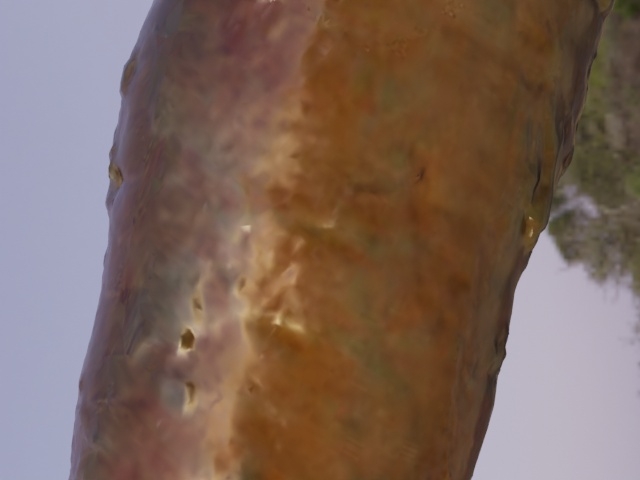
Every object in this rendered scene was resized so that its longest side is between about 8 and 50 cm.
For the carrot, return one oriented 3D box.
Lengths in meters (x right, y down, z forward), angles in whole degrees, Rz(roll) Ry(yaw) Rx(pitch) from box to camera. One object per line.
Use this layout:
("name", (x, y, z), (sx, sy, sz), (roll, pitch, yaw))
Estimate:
("carrot", (0.000, 0.000, 0.361), (0.139, 0.139, 0.301), (47, -126, -61))
